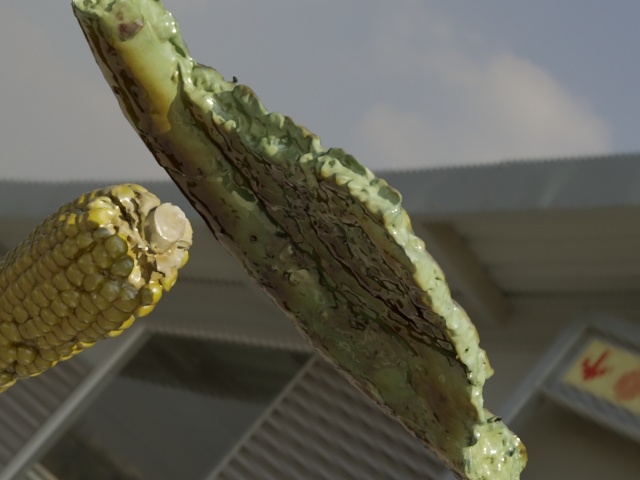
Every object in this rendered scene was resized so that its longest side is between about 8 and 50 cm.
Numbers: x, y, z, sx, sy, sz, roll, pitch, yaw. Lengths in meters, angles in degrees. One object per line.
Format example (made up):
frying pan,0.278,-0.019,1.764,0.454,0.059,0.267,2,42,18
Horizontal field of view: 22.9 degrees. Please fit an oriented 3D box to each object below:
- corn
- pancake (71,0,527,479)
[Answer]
corn,-0.205,0.050,1.103,0.097,0.097,0.320,45,-48,-17
pancake,-0.004,0.004,0.842,0.376,0.054,0.197,47,-21,-3
